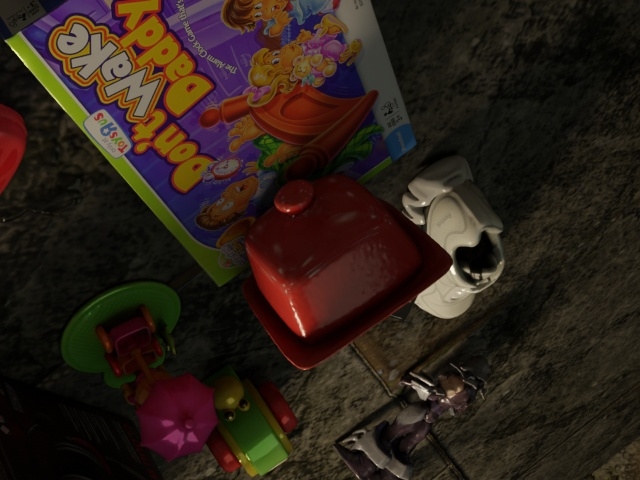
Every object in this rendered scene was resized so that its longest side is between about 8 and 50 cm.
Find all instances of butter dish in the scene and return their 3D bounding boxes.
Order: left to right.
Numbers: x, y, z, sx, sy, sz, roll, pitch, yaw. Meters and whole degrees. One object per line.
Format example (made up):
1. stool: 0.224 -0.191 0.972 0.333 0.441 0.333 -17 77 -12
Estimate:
1. butter dish: 0.000 0.000 0.730 0.160 0.160 0.118 -35 124 -7

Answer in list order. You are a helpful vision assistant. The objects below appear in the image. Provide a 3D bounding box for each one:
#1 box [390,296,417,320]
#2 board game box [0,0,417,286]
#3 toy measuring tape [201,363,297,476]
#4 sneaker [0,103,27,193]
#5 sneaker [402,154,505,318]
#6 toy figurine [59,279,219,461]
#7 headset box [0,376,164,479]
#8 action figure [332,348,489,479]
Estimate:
1. box: 0.076 0.061 1.067 0.083 0.018 0.067 16 129 -6
2. board game box: -0.068 -0.129 0.690 0.233 0.078 0.347 -36 147 -4
3. toy measuring tape: -0.075 0.265 1.123 0.121 0.121 0.330 -32 146 -10
4. sneaker: -0.273 0.014 0.618 0.221 0.128 0.087 -46 146 12
5. sneaker: 0.168 0.028 1.071 0.110 0.118 0.292 -33 148 -12
6. toy figurine: -0.163 0.152 0.862 0.130 0.159 0.173 -25 145 -20
7. headset box: -0.249 0.271 0.868 0.110 0.218 0.293 -42 146 4
8. action figure: 0.164 0.273 1.384 0.285 0.099 0.185 -44 140 2
